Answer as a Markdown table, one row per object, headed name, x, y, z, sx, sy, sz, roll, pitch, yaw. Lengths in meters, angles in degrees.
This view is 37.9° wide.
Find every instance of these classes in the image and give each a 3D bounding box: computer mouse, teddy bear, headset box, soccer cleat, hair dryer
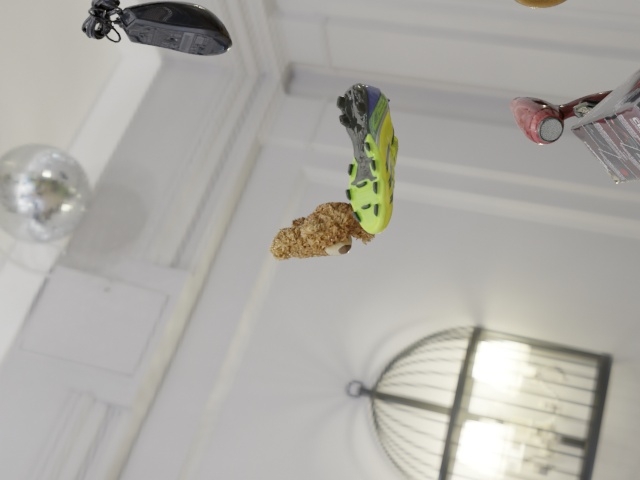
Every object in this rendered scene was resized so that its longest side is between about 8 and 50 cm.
| name | x | y | z | sx | sy | sz | roll | pitch | yaw |
| --- | --- | --- | --- | --- | --- | --- | --- | --- | --- |
| computer mouse | -0.292 | -0.410 | 1.722 | 0.188 | 0.272 | 0.072 | 153 | 123 | -67 |
| teddy bear | 0.000 | 0.000 | 2.191 | 0.245 | 0.338 | 0.113 | 3 | -103 | -35 |
| headset box | 0.465 | -0.185 | 1.165 | 0.218 | 0.110 | 0.293 | -41 | 1 | -1 |
| soccer cleat | 0.104 | -0.147 | 1.652 | 0.121 | 0.093 | 0.289 | 11 | -118 | -38 |
| hair dryer | 0.493 | -0.244 | 1.829 | 0.223 | 0.293 | 0.080 | -27 | -61 | -41 |

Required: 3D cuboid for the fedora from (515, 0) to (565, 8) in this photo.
| name | x | y | z | sx | sy | sz | roll | pitch | yaw |
| --- | --- | --- | --- | --- | --- | --- | --- | --- | --- |
| fedora | 0.528 | -0.639 | 2.188 | 0.194 | 0.194 | 0.079 | 83 | -170 | -47 |
